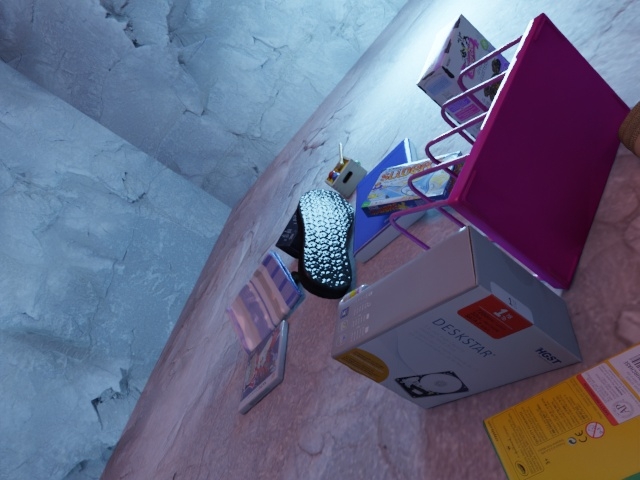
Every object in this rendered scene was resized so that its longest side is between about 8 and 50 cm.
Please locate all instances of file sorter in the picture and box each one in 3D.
[{"bbox_3d":[0.259,-0.108,0.599,0.291,0.202,0.182,-62,19,-15],"label":"file sorter"}]

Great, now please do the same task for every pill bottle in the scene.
[{"bbox_3d":[0.076,0.129,0.894,0.083,0.043,0.043,-38,26,43],"label":"pill bottle"}]

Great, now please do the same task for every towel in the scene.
[{"bbox_3d":[-0.185,0.195,1.288,0.285,0.034,0.209,-51,50,19],"label":"towel"}]

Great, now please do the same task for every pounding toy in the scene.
[{"bbox_3d":[0.078,-0.234,1.380,0.141,0.100,0.130,-54,20,6],"label":"pounding toy"}]

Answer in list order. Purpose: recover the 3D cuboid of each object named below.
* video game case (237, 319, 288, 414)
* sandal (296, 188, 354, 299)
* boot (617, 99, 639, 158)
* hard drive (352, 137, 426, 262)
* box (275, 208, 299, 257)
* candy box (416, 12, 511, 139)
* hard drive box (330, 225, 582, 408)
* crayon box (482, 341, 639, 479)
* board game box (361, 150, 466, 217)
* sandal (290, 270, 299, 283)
[{"bbox_3d":[-0.155,0.343,1.137,0.183,0.023,0.201,-47,21,25],"label":"video game case"},{"bbox_3d":[-0.002,0.000,1.130,0.446,0.167,0.107,-83,15,-53],"label":"sandal"},{"bbox_3d":[0.437,-0.133,0.383,0.262,0.095,0.203,-45,20,40],"label":"boot"},{"bbox_3d":[0.167,-0.112,1.064,0.210,0.040,0.319,-43,23,33],"label":"hard drive"},{"bbox_3d":[-0.055,-0.025,1.377,0.158,0.093,0.156,-60,20,-12],"label":"box"},{"bbox_3d":[0.304,-0.322,0.835,0.070,0.196,0.165,-23,39,58],"label":"candy box"},{"bbox_3d":[0.156,0.112,0.526,0.232,0.181,0.089,-41,25,40],"label":"hard drive box"},{"bbox_3d":[0.241,0.212,0.258,0.165,0.081,0.278,-36,26,16],"label":"crayon box"},{"bbox_3d":[0.198,-0.118,0.899,0.201,0.035,0.136,-6,42,44],"label":"board game box"},{"bbox_3d":[-0.149,0.179,1.326,0.219,0.060,0.090,-51,20,15],"label":"sandal"}]
